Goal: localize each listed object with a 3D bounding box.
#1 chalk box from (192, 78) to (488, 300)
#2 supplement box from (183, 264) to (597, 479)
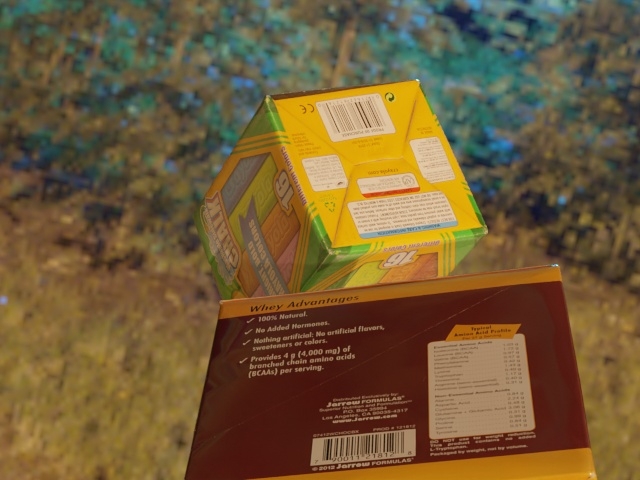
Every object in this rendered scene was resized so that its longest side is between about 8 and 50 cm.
[{"bbox_3d":[0.000,0.000,1.179,0.132,0.213,0.132,-9,64,-29],"label":"chalk box"},{"bbox_3d":[0.040,0.122,0.826,0.191,0.129,0.194,-6,27,7],"label":"supplement box"}]
